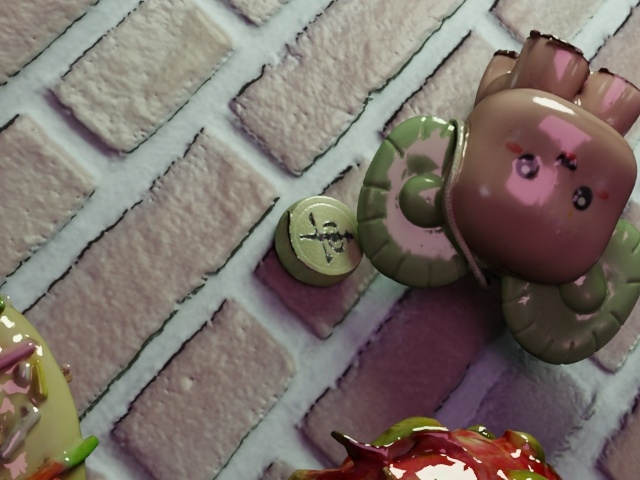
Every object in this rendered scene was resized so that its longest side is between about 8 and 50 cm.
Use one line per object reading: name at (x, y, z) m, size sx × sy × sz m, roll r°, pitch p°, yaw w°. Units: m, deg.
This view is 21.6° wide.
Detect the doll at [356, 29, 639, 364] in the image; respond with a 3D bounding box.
doll at (0.187, -0.043, 1.559) m, size 0.284 × 0.216 × 0.268 m, roll 30°, pitch 80°, yaw -8°

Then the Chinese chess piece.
Chinese chess piece at (0.000, 0.000, 1.517) m, size 0.084 × 0.034 × 0.084 m, roll 10°, pitch 65°, yaw -23°

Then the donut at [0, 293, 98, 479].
donut at (-0.320, 0.150, 1.224) m, size 0.371 × 0.150 × 0.307 m, roll 47°, pitch 53°, yaw -5°

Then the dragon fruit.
dragon fruit at (0.075, 0.271, 1.333) m, size 0.302 × 0.237 × 0.231 m, roll -33°, pitch 65°, yaw -22°
